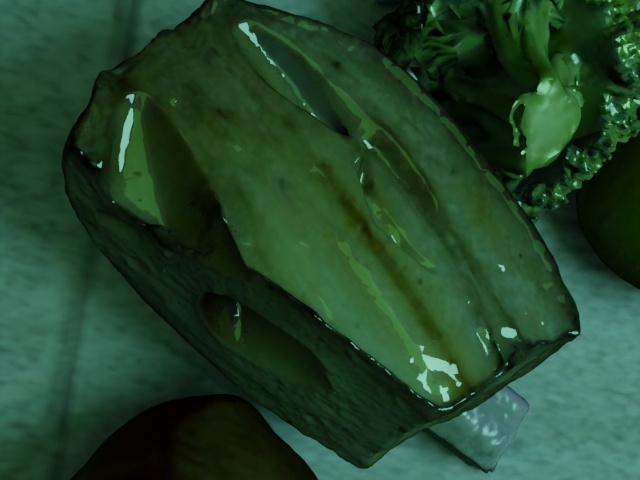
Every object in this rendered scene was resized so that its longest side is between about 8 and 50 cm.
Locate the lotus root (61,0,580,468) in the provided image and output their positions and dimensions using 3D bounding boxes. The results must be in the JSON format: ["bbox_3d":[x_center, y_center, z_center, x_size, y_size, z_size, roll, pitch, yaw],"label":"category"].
[{"bbox_3d":[-0.003,0.003,0.611,0.210,0.142,0.314,-42,92,-25],"label":"lotus root"}]

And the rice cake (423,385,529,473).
[{"bbox_3d":[0.002,0.049,0.711,0.399,0.064,0.070,37,78,-12],"label":"rice cake"}]

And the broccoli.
[{"bbox_3d":[0.127,-0.106,0.676,0.198,0.176,0.226,30,81,-13],"label":"broccoli"}]

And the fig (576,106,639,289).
[{"bbox_3d":[0.298,-0.047,0.725,0.181,0.191,0.181,7,56,-10],"label":"fig"}]

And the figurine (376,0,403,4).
[{"bbox_3d":[0.065,-0.237,0.701,0.114,0.114,0.079,38,40,-12],"label":"figurine"}]

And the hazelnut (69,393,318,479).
[{"bbox_3d":[-0.087,0.228,0.637,0.229,0.229,0.230,-1,93,-13],"label":"hazelnut"}]
